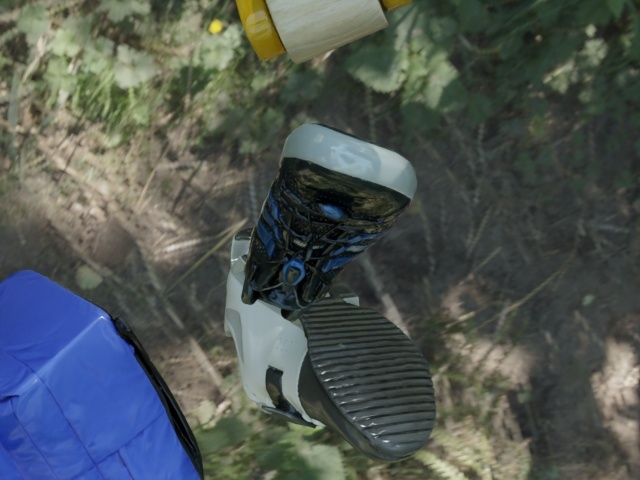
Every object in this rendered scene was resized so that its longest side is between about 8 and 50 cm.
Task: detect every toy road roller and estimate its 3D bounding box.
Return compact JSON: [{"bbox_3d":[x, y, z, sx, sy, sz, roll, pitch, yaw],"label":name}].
[{"bbox_3d":[0.003,-0.346,1.631,0.203,0.240,0.329,-21,54,8],"label":"toy road roller"}]

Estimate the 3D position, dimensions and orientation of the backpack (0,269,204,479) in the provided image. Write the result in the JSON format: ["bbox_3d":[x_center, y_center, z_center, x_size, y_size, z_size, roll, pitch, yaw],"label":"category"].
[{"bbox_3d":[-0.117,0.088,0.548,0.101,0.098,0.120,-40,125,-17],"label":"backpack"}]

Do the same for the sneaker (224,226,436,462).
[{"bbox_3d":[-0.002,0.129,1.184,0.123,0.330,0.146,2,118,-29],"label":"sneaker"}]

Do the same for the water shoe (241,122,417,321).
[{"bbox_3d":[0.000,0.000,0.666,0.073,0.203,0.080,20,76,-3],"label":"water shoe"}]
